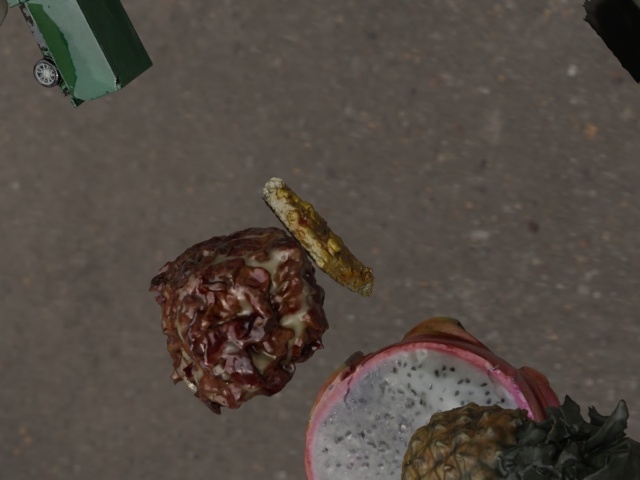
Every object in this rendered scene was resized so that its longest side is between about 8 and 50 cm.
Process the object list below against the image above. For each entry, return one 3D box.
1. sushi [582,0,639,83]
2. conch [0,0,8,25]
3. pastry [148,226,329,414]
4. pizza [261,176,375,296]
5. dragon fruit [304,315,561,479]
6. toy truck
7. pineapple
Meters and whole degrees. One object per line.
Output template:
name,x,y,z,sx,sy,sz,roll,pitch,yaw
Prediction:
sushi,0.302,-0.066,0.882,0.100,0.296,0.373,-34,107,31
conch,-0.300,-0.158,1.293,0.094,0.104,0.176,-5,50,37
pastry,-0.057,0.045,1.131,0.115,0.208,0.097,-27,97,-5
pizza,0.000,0.000,1.954,0.041,0.131,0.178,-42,94,6
dragon fruit,0.137,0.230,1.898,0.290,0.189,0.290,1,95,16
toy truck,-0.217,-0.192,1.473,0.079,0.065,0.147,-19,106,32
pineapple,0.179,0.187,1.417,0.248,0.128,0.128,-17,74,51
